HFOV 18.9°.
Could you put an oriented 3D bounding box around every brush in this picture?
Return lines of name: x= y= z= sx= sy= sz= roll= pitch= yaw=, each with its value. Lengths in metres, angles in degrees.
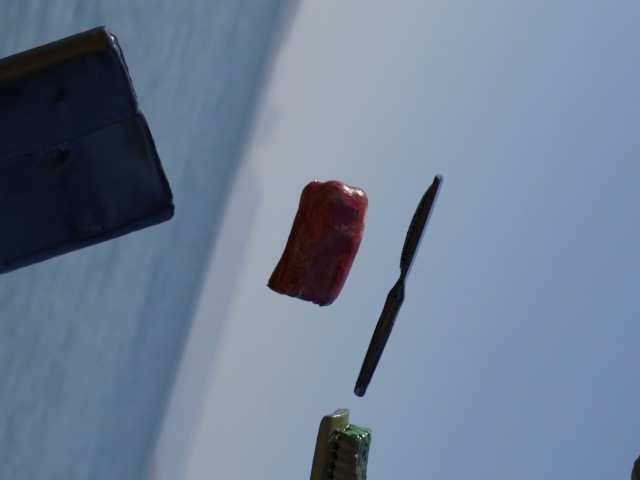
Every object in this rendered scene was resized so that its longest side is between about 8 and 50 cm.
brush: x=0.064 y=0.036 z=1.567 sx=0.063 sy=0.016 sz=0.193 roll=43 pitch=65 yaw=-83
brush: x=0.005 y=0.297 z=1.794 sx=0.054 sy=0.048 sz=0.282 roll=-8 pitch=110 yaw=-63

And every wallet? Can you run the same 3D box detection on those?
wallet: x=-0.363 y=-0.053 z=1.895 sx=0.062 sy=0.406 sz=0.228 roll=-114 pitch=-174 yaw=-56

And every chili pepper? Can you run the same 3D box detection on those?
chili pepper: x=0.000 y=0.000 z=1.852 sx=0.070 sy=0.073 sz=0.123 roll=2 pitch=107 yaw=-69

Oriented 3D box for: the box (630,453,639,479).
box: x=0.431 y=0.304 z=1.846 sx=0.138 sy=0.178 sz=0.274 roll=14 pitch=54 yaw=-57
